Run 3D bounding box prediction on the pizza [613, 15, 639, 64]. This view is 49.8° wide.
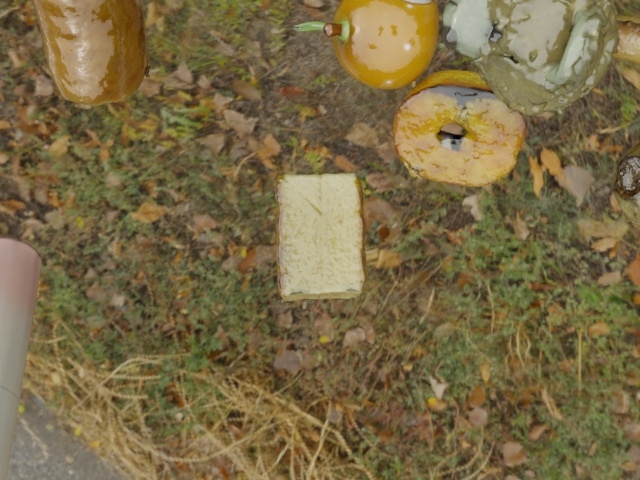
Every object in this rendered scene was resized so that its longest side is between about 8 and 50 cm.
[{"bbox_3d":[0.520,-0.366,1.241,0.391,0.434,0.080,27,114,41],"label":"pizza"}]

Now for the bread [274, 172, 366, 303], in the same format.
[{"bbox_3d":[0.000,0.000,1.628,0.206,0.279,0.279,-2,80,0],"label":"bread"}]

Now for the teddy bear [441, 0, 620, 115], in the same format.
[{"bbox_3d":[0.167,-0.231,0.594,0.156,0.267,0.256,-11,92,5],"label":"teddy bear"}]

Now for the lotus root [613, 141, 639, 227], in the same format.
[{"bbox_3d":[0.522,-0.072,0.930,0.260,0.128,0.145,3,89,-13],"label":"lotus root"}]

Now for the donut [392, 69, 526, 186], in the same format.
[{"bbox_3d":[0.264,-0.211,1.324,0.253,0.118,0.254,12,135,12],"label":"donut"}]

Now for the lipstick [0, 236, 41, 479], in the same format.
[{"bbox_3d":[-0.376,0.144,0.769,0.087,0.327,0.087,-6,139,-5],"label":"lipstick"}]

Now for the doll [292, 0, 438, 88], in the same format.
[{"bbox_3d":[0.092,-0.380,1.271,0.235,0.213,0.214,-9,110,-27],"label":"doll"}]

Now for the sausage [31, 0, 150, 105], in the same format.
[{"bbox_3d":[-0.213,-0.238,0.566,0.108,0.109,0.271,8,144,15],"label":"sausage"}]
